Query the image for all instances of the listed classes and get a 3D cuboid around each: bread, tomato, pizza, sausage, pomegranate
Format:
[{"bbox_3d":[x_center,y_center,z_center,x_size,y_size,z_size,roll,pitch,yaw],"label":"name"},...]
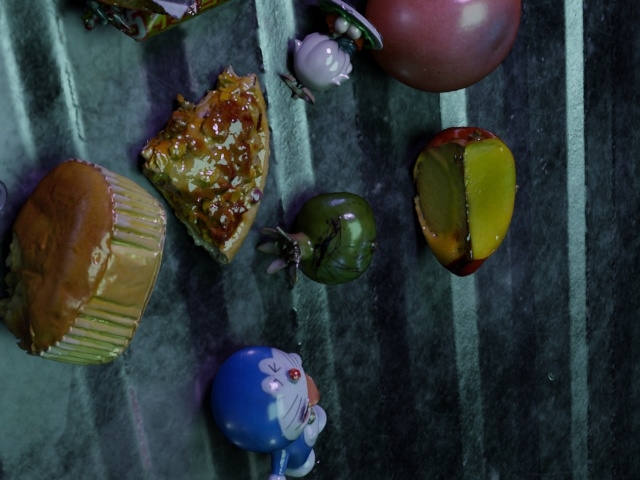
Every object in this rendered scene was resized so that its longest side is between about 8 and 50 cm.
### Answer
[{"bbox_3d":[-0.304,0.027,1.255,0.133,0.179,0.250,18,96,-54],"label":"bread"},{"bbox_3d":[0.198,-0.363,1.609,0.255,0.224,0.256,-36,148,-27],"label":"tomato"},{"bbox_3d":[-0.157,-0.108,1.429,0.228,0.081,0.290,5,99,-45],"label":"pizza"},{"bbox_3d":[-0.186,-0.350,1.307,0.317,0.117,0.125,-35,115,-33],"label":"sausage"},{"bbox_3d":[0.000,0.000,1.584,0.191,0.131,0.152,-7,109,-36],"label":"pomegranate"}]

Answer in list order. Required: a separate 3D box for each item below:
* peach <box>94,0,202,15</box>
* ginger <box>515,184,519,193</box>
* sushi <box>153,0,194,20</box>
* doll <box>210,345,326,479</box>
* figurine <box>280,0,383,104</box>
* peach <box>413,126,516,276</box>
[{"bbox_3d":[-0.252,-0.360,1.206,0.279,0.068,0.189,45,72,-2],"label":"peach"},{"bbox_3d":[0.334,-0.099,1.948,0.137,0.044,0.058,18,71,-47],"label":"ginger"},{"bbox_3d":[-0.195,-0.446,1.171,0.294,0.059,0.292,36,80,-9],"label":"sushi"},{"bbox_3d":[-0.066,0.275,1.574,0.257,0.161,0.215,52,37,-52],"label":"doll"},{"bbox_3d":[0.004,-0.281,1.529,0.154,0.132,0.132,-53,133,-2],"label":"figurine"},{"bbox_3d":[0.262,-0.076,1.795,0.153,0.158,0.268,-22,114,-27],"label":"peach"}]
